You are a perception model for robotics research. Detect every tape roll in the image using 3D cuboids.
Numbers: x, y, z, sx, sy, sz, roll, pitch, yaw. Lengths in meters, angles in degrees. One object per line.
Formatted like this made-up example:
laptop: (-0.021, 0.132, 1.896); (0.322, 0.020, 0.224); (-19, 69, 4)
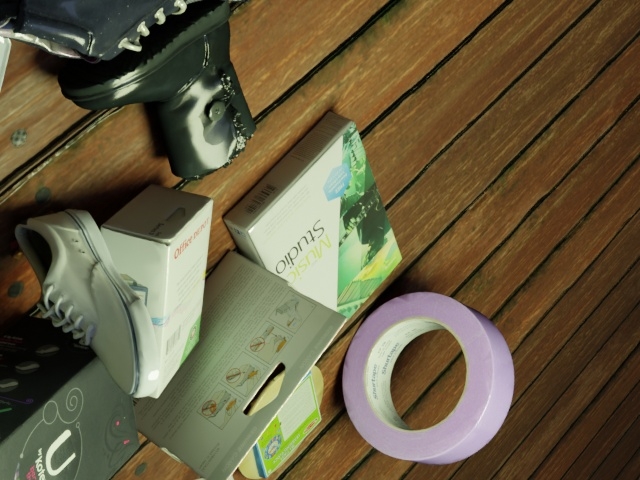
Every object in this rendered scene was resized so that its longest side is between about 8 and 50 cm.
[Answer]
tape roll: (0.175, 0.227, 1.837); (0.090, 0.275, 0.275); (25, 92, -55)

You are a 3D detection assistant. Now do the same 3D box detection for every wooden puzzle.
wooden puzzle: (-0.322, -0.003, 1.296); (0.083, 0.006, 0.049); (-43, 140, -25)

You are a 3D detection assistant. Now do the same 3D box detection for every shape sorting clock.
shape sorting clock: (-0.065, 0.286, 1.779); (0.206, 0.040, 0.206); (-33, 135, -40)

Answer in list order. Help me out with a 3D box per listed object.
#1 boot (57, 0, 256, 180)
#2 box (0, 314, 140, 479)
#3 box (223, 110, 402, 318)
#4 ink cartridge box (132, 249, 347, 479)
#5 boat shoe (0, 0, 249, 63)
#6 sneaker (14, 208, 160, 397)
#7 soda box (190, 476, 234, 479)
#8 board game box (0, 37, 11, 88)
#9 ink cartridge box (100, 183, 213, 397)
boot: (-0.176, -0.152, 1.301); (0.246, 0.094, 0.207); (-41, 136, -36)
box: (-0.334, 0.223, 1.228); (0.270, 0.143, 0.165); (-48, 140, -55)
box: (0.000, 0.000, 1.656); (0.232, 0.058, 0.322); (-47, 143, -20)
ink cartridge box: (-0.115, 0.171, 1.468); (0.275, 0.239, 0.060); (-53, 141, -13)
boat shoe: (-0.196, -0.255, 1.164); (0.340, 0.127, 0.158); (5, 92, -43)
sneaker: (-0.260, 0.072, 1.217); (0.091, 0.258, 0.094); (-10, 138, -35)
soda box: (-0.228, 0.399, 1.471); (0.286, 0.091, 0.098); (-32, 160, 34)
board game box: (-0.489, -0.045, 0.988); (0.390, 0.050, 0.390); (8, 100, -53)
ink cartridge box: (-0.204, 0.057, 1.364); (0.154, 0.093, 0.212); (-57, 160, -62)
